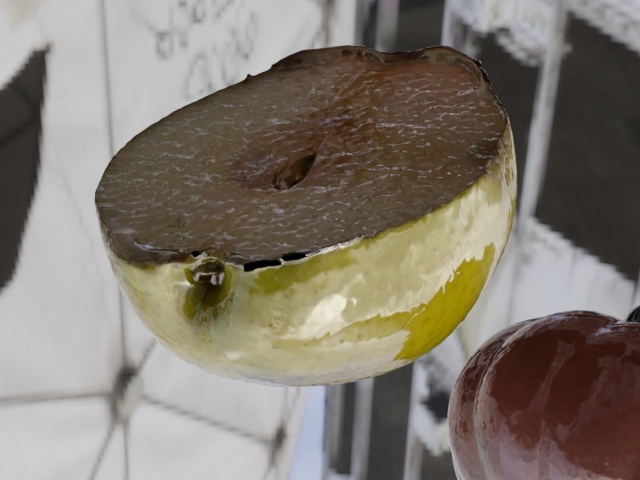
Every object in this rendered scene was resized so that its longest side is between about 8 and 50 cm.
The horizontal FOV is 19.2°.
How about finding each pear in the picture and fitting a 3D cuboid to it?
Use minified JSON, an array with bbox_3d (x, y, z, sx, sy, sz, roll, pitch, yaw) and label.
[{"bbox_3d":[0.000,0.000,1.567,0.340,0.191,0.386,7,-148,30],"label":"pear"}]

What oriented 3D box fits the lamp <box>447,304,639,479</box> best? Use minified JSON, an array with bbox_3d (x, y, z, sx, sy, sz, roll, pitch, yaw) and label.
[{"bbox_3d":[0.261,0.171,1.617,0.305,0.305,0.240,23,-114,22],"label":"lamp"}]
